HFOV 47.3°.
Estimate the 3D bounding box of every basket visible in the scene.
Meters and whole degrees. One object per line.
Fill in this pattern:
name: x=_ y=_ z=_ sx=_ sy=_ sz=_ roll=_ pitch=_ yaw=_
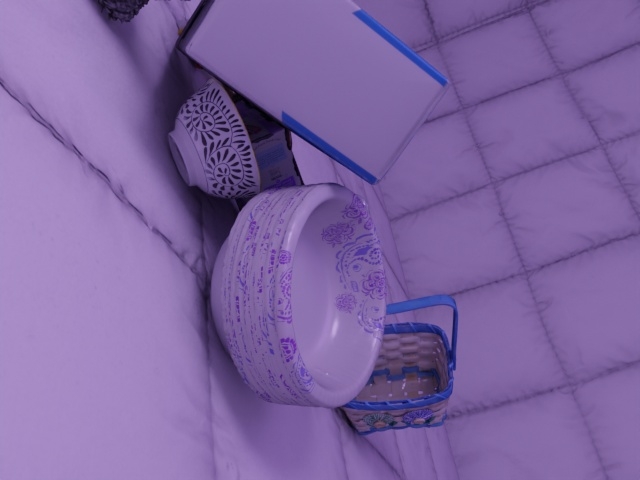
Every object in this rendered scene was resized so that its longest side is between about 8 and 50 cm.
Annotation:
basket: x=0.138 y=0.226 z=1.370 sx=0.201 sy=0.254 sz=0.289 roll=-89 pitch=168 yaw=-55

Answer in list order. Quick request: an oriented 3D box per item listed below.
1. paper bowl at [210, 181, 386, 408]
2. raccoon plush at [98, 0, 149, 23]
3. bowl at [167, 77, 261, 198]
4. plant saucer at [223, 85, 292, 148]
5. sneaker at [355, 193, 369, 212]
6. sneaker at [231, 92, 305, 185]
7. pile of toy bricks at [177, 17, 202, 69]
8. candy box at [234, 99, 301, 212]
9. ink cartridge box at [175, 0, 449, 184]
paper bowl: x=-0.034 y=0.071 z=0.954 sx=0.284 sy=0.148 sz=0.284 roll=8 pitch=80 yaw=-61
raccoon plush: x=-0.296 y=-0.414 z=0.784 sx=0.446 sy=0.216 sz=0.299 roll=-9 pitch=94 yaw=-49
bowl: x=-0.150 y=-0.120 z=0.962 sx=0.170 sy=0.080 sz=0.170 roll=54 pitch=-22 yaw=33
plant saucer: x=-0.126 y=-0.286 z=1.504 sx=0.310 sy=0.050 sz=0.311 roll=-20 pitch=90 yaw=-78
sneaker: x=0.064 y=0.044 z=1.550 sx=0.153 sy=0.101 sz=0.269 roll=34 pitch=64 yaw=-74
sneaker: x=-0.096 y=-0.152 z=1.336 sx=0.130 sy=0.109 sz=0.286 roll=-107 pitch=180 yaw=-68
pile of toy bricks: x=-0.147 y=-0.334 z=1.282 sx=0.212 sy=0.118 sz=0.105 roll=-11 pitch=82 yaw=-68
candy box: x=-0.088 y=-0.090 z=1.087 sx=0.165 sy=0.070 sz=0.196 roll=43 pitch=-25 yaw=53
ink cartridge box: x=-0.039 y=-0.251 z=1.022 sx=0.285 sy=0.166 sz=0.395 roll=33 pitch=6 yaw=-19
